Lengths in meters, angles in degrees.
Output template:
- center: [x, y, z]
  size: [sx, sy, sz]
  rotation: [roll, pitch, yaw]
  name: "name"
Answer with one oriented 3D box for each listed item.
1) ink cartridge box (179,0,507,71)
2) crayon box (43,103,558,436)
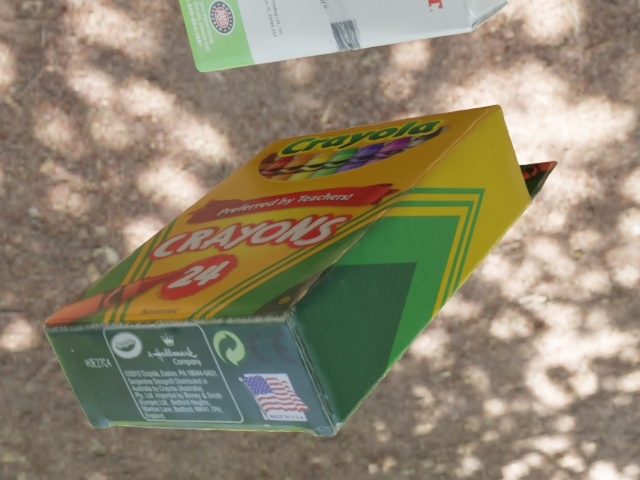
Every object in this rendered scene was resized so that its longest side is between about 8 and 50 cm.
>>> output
- center: [0.007, -0.269, 1.024]
  size: [0.272, 0.115, 0.198]
  rotation: [-4, 109, 28]
  name: "ink cartridge box"
- center: [0.000, 0.000, 0.775]
  size: [0.202, 0.318, 0.081]
  rotation: [-6, 115, 38]
  name: "crayon box"
